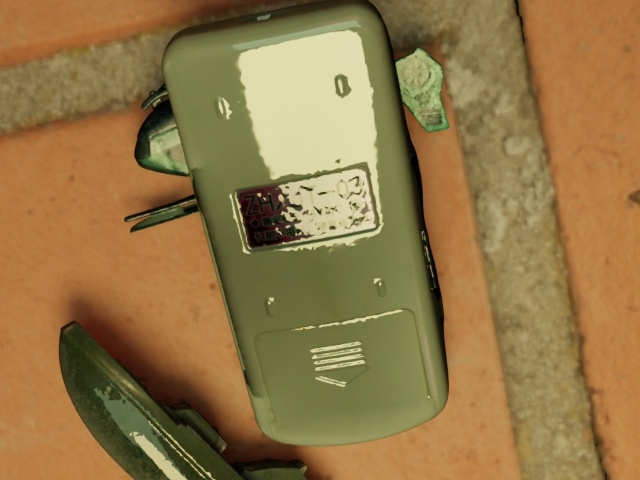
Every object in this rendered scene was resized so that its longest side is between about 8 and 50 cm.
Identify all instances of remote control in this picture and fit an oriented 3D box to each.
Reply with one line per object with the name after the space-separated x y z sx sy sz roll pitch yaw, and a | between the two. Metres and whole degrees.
0.000 0.000 0.681 0.140 0.056 0.296 -10 115 7 | remote control

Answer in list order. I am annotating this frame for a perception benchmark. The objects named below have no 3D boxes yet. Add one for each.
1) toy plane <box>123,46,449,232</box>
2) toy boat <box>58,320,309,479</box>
-0.033 -0.080 0.703 0.235 0.060 0.096 -19 105 6 | toy plane
-0.079 0.147 0.726 0.260 0.078 0.085 44 78 -6 | toy boat
